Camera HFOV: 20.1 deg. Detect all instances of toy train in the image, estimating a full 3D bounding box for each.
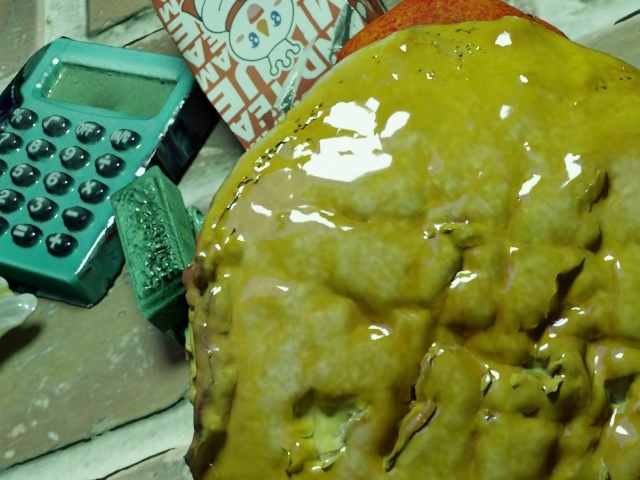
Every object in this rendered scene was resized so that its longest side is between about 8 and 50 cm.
[{"bbox_3d":[-0.125,0.016,1.512,0.070,0.099,0.172,-33,43,12],"label":"toy train"}]

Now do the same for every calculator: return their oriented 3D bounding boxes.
[{"bbox_3d":[-0.238,-0.074,1.695,0.248,0.058,0.274,13,65,42],"label":"calculator"}]

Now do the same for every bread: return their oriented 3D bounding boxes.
[{"bbox_3d":[0.093,0.061,1.141,0.398,0.398,0.215,-43,-1,-3],"label":"bread"}]

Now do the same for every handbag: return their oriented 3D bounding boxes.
[{"bbox_3d":[-0.031,-0.180,1.585,0.171,0.151,0.298,-37,52,14],"label":"handbag"}]

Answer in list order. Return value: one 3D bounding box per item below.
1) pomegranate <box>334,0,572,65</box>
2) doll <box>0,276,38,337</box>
[{"bbox_3d":[0.104,-0.092,1.371,0.210,0.210,0.235,-29,12,12],"label":"pomegranate"},{"bbox_3d":[-0.432,0.165,1.573,0.348,0.161,0.423,-2,55,18],"label":"doll"}]
